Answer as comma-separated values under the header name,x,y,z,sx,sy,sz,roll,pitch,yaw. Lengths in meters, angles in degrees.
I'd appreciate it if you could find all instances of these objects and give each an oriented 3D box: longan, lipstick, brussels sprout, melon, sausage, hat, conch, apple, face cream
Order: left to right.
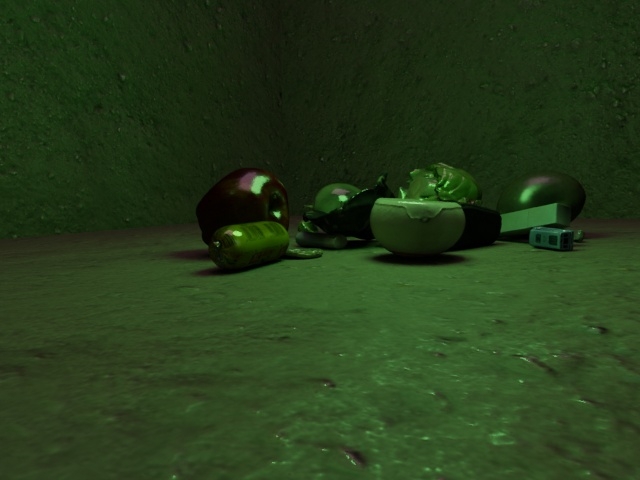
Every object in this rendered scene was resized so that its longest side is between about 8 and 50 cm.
name,x,y,z,sx,sy,sz,roll,pitch,yaw
apple,-0.253,-0.091,1.577,0.317,0.287,0.288,-14,-1,29
sausage,-0.194,0.010,1.328,0.123,0.123,0.347,2,6,26
conch,-0.056,-0.056,2.204,0.089,0.074,0.121,-41,48,-23
face cream,0.000,0.000,1.743,0.199,0.057,0.084,7,9,41
melon,0.102,-0.146,2.214,0.308,0.271,0.272,-11,9,-20
hat,0.158,-0.073,1.797,0.367,0.381,0.257,-28,38,23
brussels sprout,0.635,-0.205,2.412,0.361,0.342,0.425,26,0,-20
lipstick,0.773,-0.068,1.786,0.076,0.079,0.371,13,-11,-21
longan,0.912,-0.154,1.955,0.350,0.288,0.288,-23,-3,22

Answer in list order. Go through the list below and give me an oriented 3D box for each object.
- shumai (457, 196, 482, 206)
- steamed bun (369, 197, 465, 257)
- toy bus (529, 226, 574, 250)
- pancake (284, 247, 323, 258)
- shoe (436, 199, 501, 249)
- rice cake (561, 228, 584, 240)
name,x,y,z,sx,sy,sz,roll,pitch,yaw
shumai,0.627,-0.100,2.031,0.167,0.175,0.206,1,3,20
steamed bun,0.290,-0.035,1.420,0.283,0.177,0.283,3,7,0
toy bus,0.773,-0.008,1.591,0.076,0.073,0.167,-4,6,-21
pancake,-0.068,0.039,1.507,0.158,0.028,0.158,2,4,0
shoe,0.470,-0.066,1.714,0.384,0.171,0.237,-4,13,-40
rice cake,0.992,-0.023,1.846,0.036,0.047,0.207,4,6,10
